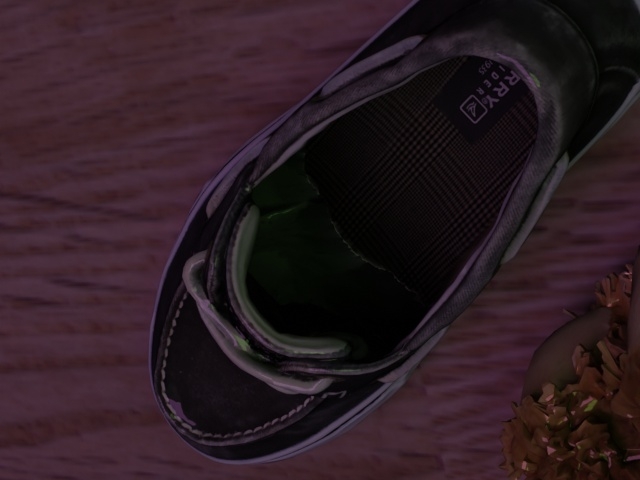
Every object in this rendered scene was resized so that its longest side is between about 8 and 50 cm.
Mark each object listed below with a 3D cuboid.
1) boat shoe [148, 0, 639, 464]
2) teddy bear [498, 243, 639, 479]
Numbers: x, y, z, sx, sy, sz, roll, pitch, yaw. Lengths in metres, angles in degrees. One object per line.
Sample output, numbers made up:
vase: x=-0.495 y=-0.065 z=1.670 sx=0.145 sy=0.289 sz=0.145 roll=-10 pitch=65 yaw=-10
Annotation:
boat shoe: x=0.000 y=0.000 z=0.630 sx=0.121 sy=0.119 sz=0.335 roll=43 pitch=134 yaw=6
teddy bear: x=0.163 y=0.144 z=0.541 sx=0.245 sy=0.113 sz=0.338 roll=111 pitch=145 yaw=-42
